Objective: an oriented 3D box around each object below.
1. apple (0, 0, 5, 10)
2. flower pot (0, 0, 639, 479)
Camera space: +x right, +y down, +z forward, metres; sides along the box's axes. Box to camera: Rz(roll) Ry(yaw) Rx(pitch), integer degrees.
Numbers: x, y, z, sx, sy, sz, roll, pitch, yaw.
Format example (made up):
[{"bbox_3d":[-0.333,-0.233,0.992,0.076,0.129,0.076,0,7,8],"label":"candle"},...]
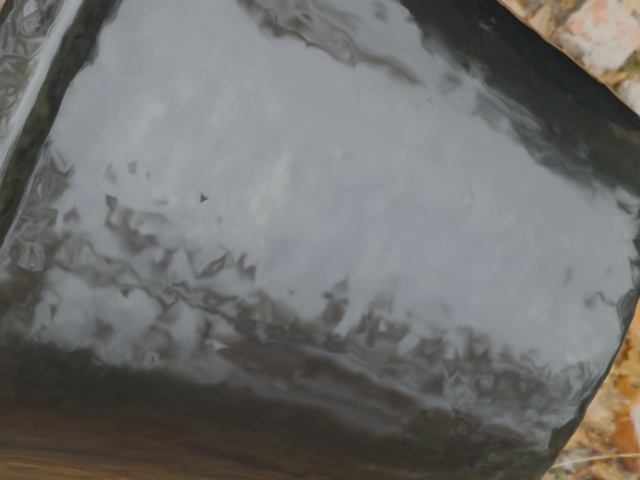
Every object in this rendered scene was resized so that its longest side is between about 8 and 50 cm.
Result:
[{"bbox_3d":[-0.319,-0.223,0.953,0.253,0.253,0.254,2,79,-11],"label":"apple"},{"bbox_3d":[0.000,0.000,0.476,0.251,0.379,0.379,26,75,1],"label":"flower pot"}]
